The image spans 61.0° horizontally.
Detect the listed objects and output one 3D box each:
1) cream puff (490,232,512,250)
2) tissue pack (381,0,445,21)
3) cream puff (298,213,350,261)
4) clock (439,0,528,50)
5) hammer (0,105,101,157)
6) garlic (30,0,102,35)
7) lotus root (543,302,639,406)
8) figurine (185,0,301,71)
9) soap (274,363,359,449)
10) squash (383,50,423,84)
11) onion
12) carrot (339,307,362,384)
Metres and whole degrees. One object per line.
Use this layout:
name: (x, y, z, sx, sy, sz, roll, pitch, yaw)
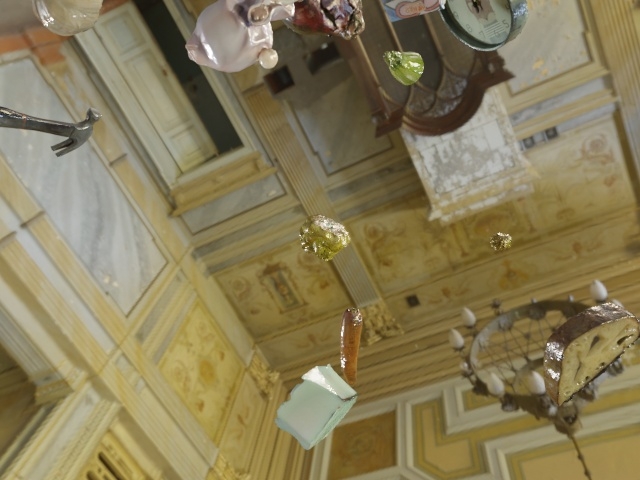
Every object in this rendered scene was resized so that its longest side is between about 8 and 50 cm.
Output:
cream puff: (0.663, 0.001, 1.990, 0.058, 0.083, 0.083, 130, -28, -57)
tissue pack: (0.162, -0.499, 1.021, 0.115, 0.155, 0.065, -2, -123, 31)
cream puff: (0.000, 0.000, 1.480, 0.116, 0.146, 0.146, -60, -170, 22)
clock: (0.494, -0.745, 1.699, 0.067, 0.325, 0.325, -42, -156, -12)
hammer: (-0.633, -0.252, 1.193, 0.137, 0.037, 0.290, -47, 163, 21)
garlic: (-0.627, -0.619, 1.347, 0.228, 0.228, 0.152, -7, -175, 44)
lotus root: (0.594, 0.246, 1.228, 0.260, 0.170, 0.074, -43, -148, 8)
figurine: (-0.137, -0.429, 1.039, 0.276, 0.200, 0.133, -36, 166, 24)
soap: (-0.003, 0.327, 1.065, 0.145, 0.091, 0.230, -54, 164, 2)
squash: (0.246, -0.543, 1.683, 0.105, 0.105, 0.132, -11, 178, 38)
onion: (-0.004, -0.736, 1.674, 0.281, 0.281, 0.221, -42, 179, -32)
carrot: (0.077, 0.281, 1.406, 0.059, 0.248, 0.059, 1, -154, 0)
